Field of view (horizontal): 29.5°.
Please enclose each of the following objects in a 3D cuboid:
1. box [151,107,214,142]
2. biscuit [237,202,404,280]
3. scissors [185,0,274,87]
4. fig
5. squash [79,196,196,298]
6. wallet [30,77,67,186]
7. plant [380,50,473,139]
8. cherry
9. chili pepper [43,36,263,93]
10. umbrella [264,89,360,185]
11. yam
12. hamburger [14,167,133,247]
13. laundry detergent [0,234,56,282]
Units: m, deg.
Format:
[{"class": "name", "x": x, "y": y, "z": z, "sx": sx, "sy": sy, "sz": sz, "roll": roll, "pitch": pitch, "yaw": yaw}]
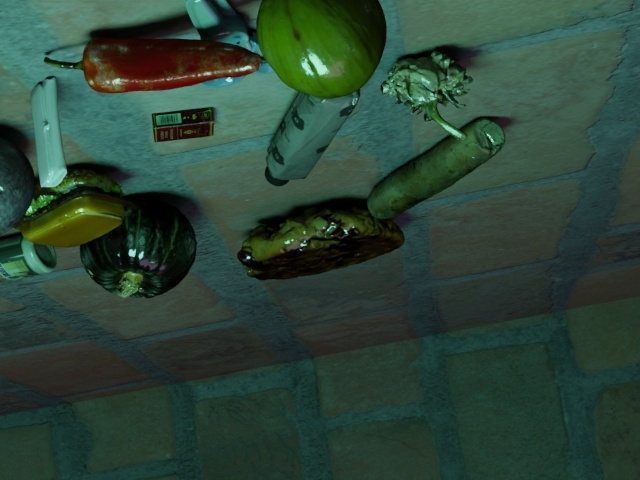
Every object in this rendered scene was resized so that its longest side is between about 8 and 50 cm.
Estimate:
[{"class": "box", "x": -0.185, "y": -0.155, "z": 1.637, "sx": 0.082, "sy": 0.023, "sz": 0.051, "roll": -8, "pitch": 165, "yaw": -8}, {"class": "biscuit", "x": -0.004, "y": 0.001, "z": 2.195, "sx": 0.290, "sy": 0.081, "sz": 0.334, "roll": -15, "pitch": 168, "yaw": 16}, {"class": "scissors", "x": -0.109, "y": -0.236, "z": 1.389, "sx": 0.125, "sy": 0.030, "sz": 0.256, "roll": -14, "pitch": 165, "yaw": 7}, {"class": "fig", "x": -0.009, "y": -0.246, "z": 1.287, "sx": 0.148, "sy": 0.186, "sz": 0.142, "roll": 4, "pitch": -144, "yaw": 26}, {"class": "squash", "x": -0.288, "y": 0.014, "z": 1.935, "sx": 0.193, "sy": 0.155, "sz": 0.193, "roll": -12, "pitch": 140, "yaw": -10}, {"class": "wallet", "x": -0.326, "y": -0.129, "z": 1.459, "sx": 0.025, "sy": 0.122, "sz": 0.061, "roll": 1, "pitch": 162, "yaw": -33}, {"class": "plant", "x": 0.144, "y": -0.182, "z": 1.585, "sx": 0.117, "sy": 0.121, "sz": 0.104, "roll": -16, "pitch": 176, "yaw": -3}, {"class": "cherry", "x": -0.454, "y": -0.063, "z": 1.582, "sx": 0.176, "sy": 0.140, "sz": 0.176, "roll": -22, "pitch": 172, "yaw": -3}, {"class": "chili pepper", "x": -0.186, "y": -0.197, "z": 1.355, "sx": 0.272, "sy": 0.071, "sz": 0.063, "roll": 2, "pitch": 132, "yaw": 17}, {"class": "umbrella", "x": -0.021, "y": -0.149, "z": 1.678, "sx": 0.073, "sy": 0.067, "sz": 0.337, "roll": 8, "pitch": 160, "yaw": -12}, {"class": "yam", "x": 0.177, "y": -0.109, "z": 1.944, "sx": 0.067, "sy": 0.071, "sz": 0.317, "roll": -44, "pitch": -174, "yaw": -36}, {"class": "hamburger", "x": -0.365, "y": -0.053, "z": 1.765, "sx": 0.166, "sy": 0.087, "sz": 0.137, "roll": -20, "pitch": 161, "yaw": 28}, {"class": "laundry detergent", "x": -0.559, "y": 0.041, "z": 2.012, "sx": 0.226, "sy": 0.070, "sz": 0.099, "roll": -11, "pitch": 172, "yaw": 9}]
